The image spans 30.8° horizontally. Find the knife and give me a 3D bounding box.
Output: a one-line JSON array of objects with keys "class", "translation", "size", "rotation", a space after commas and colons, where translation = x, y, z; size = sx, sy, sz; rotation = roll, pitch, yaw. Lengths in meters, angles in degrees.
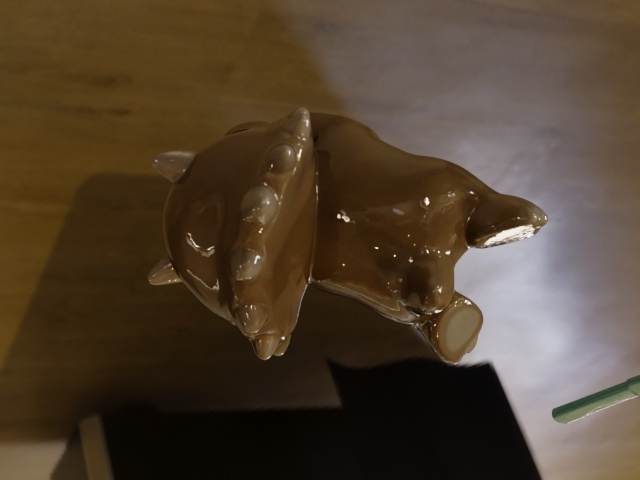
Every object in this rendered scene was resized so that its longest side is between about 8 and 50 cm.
[{"class": "knife", "translation": [0.122, 0.056, 0.442], "size": [0.014, 0.005, 0.091], "rotation": [26, 145, -23]}]

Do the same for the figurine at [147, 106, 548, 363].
[{"class": "figurine", "translation": [-0.004, 0.002, 0.826], "size": [0.173, 0.247, 0.177], "rotation": [-29, 150, -51]}]
